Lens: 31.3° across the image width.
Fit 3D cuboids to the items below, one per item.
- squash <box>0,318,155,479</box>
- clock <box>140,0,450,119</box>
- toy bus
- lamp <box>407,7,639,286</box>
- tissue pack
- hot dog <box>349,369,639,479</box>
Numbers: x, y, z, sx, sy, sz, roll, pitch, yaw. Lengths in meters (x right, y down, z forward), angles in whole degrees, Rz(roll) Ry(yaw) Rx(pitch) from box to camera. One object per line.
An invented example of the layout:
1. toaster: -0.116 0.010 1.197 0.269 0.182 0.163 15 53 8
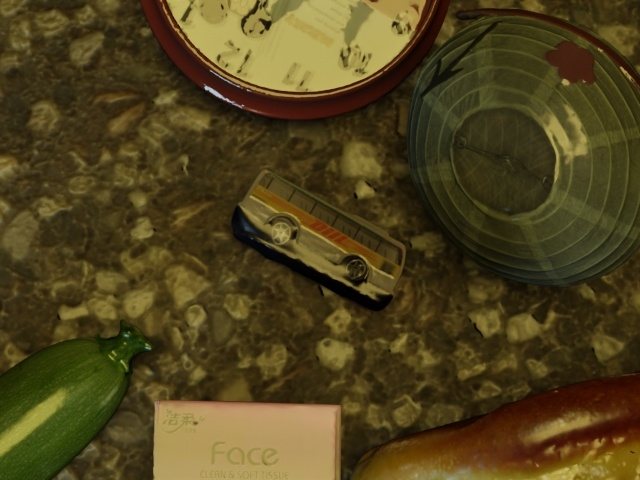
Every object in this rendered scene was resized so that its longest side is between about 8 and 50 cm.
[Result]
1. squash: -0.309 0.208 1.002 0.395 0.107 0.107 -41 86 -11
2. clock: -0.025 -0.274 1.132 0.318 0.080 0.319 1 85 -6
3. toy bus: 0.000 0.000 1.098 0.172 0.057 0.072 28 69 -1
4. lamp: 0.197 -0.088 1.054 0.265 0.233 0.233 39 78 10
5. tissue pack: -0.065 0.185 0.961 0.148 0.246 0.093 3 78 -7
6. hot dog: 0.233 0.220 1.002 0.405 0.223 0.185 -15 79 -9
